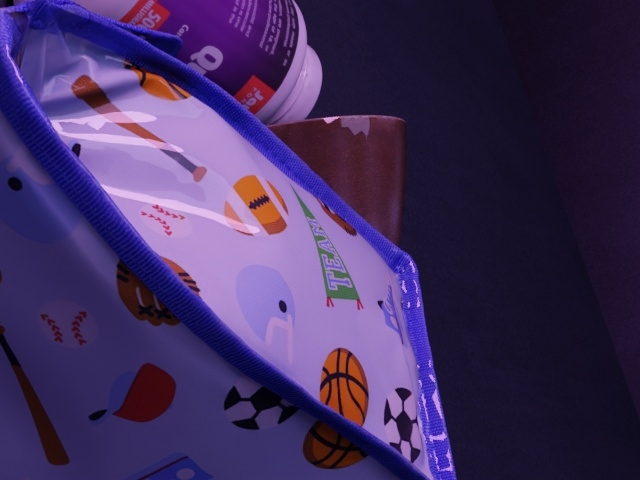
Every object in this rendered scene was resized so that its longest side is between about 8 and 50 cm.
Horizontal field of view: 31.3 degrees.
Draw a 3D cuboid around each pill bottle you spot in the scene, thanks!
[{"bbox_3d":[-0.137,-0.218,1.147,0.323,0.181,0.181,31,41,-50],"label":"pill bottle"}]

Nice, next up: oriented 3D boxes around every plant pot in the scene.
[{"bbox_3d":[0.000,0.000,1.222,0.215,0.215,0.230,-2,83,-63],"label":"plant pot"}]

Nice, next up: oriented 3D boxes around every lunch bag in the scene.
[{"bbox_3d":[-0.157,0.054,0.690,0.385,0.328,0.239,37,32,-42],"label":"lunch bag"}]
